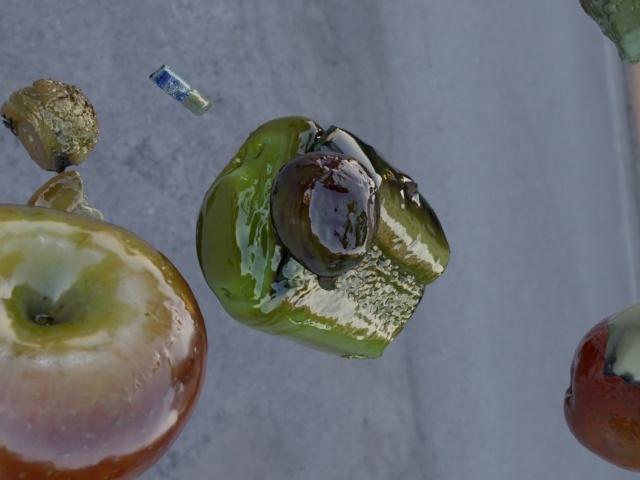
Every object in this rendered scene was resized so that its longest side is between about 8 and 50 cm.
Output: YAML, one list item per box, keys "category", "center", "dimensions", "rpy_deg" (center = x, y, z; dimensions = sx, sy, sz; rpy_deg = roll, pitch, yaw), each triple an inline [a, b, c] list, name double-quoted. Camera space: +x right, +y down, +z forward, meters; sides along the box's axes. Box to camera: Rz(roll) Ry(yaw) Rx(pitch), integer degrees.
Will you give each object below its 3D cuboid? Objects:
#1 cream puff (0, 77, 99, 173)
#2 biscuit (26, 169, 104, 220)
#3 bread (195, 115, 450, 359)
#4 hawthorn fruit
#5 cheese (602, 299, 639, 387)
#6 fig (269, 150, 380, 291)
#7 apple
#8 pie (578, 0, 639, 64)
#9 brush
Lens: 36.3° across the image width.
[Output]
- category: "cream puff"
  center: [-0.335, -0.149, 1.239]
  dimensions: [0.104, 0.133, 0.119]
  rpy_deg: [-38, 105, -29]
- category: "biscuit"
  center: [-0.347, 0.056, 1.434]
  dimensions: [0.154, 0.045, 0.299]
  rpy_deg: [-37, 109, -22]
- category: "bread"
  center: [0.000, 0.000, 1.182]
  dimensions: [0.251, 0.208, 0.376]
  rpy_deg: [-53, 154, 3]
- category: "hawthorn fruit"
  center: [0.323, 0.145, 0.958]
  dimensions: [0.173, 0.173, 0.173]
  rpy_deg: [19, 67, -56]
- category: "cheese"
  center: [0.358, 0.115, 0.770]
  dimensions: [0.071, 0.249, 0.163]
  rpy_deg: [-37, 117, -59]
- category: "fig"
  center: [0.003, -0.011, 0.947]
  dimensions: [0.103, 0.109, 0.155]
  rpy_deg: [-108, -160, -56]
- category: "apple"
  center: [-0.198, 0.081, 0.661]
  dimensions: [0.235, 0.173, 0.210]
  rpy_deg: [23, 43, -12]
- category: "pie"
  center: [0.211, -0.248, 0.682]
  dimensions: [0.201, 0.090, 0.248]
  rpy_deg: [-51, 133, -60]
- category: "brush"
  center: [-0.202, -0.218, 1.464]
  dimensions: [0.030, 0.033, 0.178]
  rpy_deg: [44, 4, 20]
